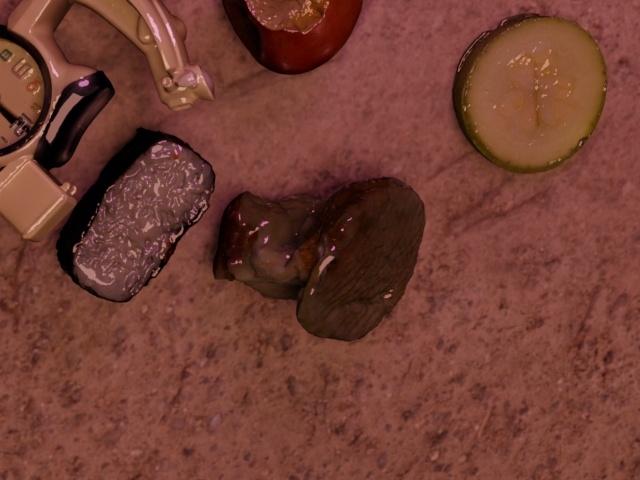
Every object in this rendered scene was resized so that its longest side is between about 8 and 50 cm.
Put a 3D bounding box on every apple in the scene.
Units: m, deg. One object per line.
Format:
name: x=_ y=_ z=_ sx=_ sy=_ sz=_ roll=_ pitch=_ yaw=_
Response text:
apple: x=-0.028 y=-0.289 z=1.860 sx=0.158 sy=0.156 sz=0.147 roll=-33 pitch=130 yaw=-17

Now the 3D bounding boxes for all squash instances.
squash: x=0.287 y=-0.196 z=2.041 sx=0.219 sy=0.041 sz=0.219 roll=-5 pitch=108 yaw=-15

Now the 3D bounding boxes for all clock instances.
clock: x=-0.287 y=-0.204 z=1.796 sx=0.379 sy=0.120 sz=0.276 roll=-43 pitch=86 yaw=1

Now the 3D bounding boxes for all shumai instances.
shumai: x=0.000 y=0.000 z=1.984 sx=0.272 sy=0.204 sz=0.222 roll=-1 pitch=113 yaw=-53

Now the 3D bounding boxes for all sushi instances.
sushi: x=-0.235 y=-0.033 z=1.888 sx=0.124 sy=0.127 sz=0.225 roll=36 pitch=88 yaw=-23
